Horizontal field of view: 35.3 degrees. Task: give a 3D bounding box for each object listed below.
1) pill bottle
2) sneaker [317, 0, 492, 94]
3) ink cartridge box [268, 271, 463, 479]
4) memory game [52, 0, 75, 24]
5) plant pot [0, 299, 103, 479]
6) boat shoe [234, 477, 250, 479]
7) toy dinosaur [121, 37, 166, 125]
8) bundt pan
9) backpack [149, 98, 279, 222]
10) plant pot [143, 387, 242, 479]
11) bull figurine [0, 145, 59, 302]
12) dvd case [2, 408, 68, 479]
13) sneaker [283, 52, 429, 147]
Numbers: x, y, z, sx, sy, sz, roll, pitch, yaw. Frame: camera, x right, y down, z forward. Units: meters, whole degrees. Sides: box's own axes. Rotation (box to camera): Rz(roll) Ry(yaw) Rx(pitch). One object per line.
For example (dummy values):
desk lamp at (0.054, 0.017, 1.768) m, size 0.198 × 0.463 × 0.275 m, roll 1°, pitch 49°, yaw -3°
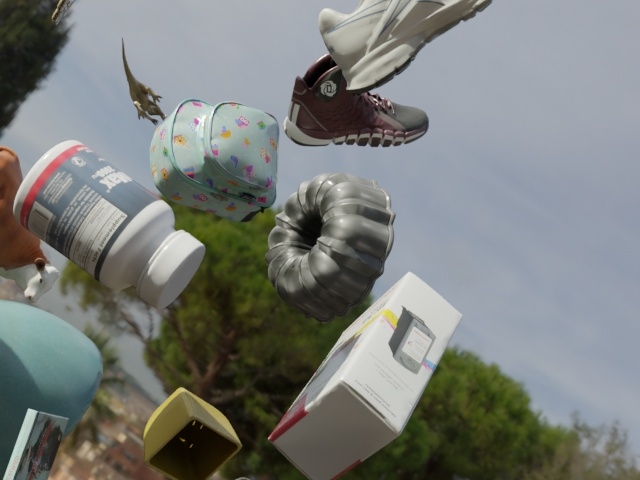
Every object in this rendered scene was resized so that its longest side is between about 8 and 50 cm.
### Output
pill bottle at (-0.213, -0.013, 1.038) m, size 0.180 × 0.108 × 0.108 m, roll 35°, pitch -13°, yaw 7°
sneaker at (0.128, -0.308, 1.238) m, size 0.129 × 0.297 × 0.111 m, roll 53°, pitch 4°, yaw -6°
ink cartridge box at (0.078, 0.225, 1.643) m, size 0.131 × 0.306 × 0.226 m, roll 41°, pitch -50°, yaw -3°
memory game at (-0.412, -0.454, 1.740) m, size 0.012 × 0.186 × 0.186 m, roll 34°, pitch -12°, yaw -13°
plant pot at (-0.517, 0.203, 1.573) m, size 0.290 × 0.290 × 0.195 m, roll 20°, pitch -29°, yaw 52°
boat shoe at (-0.113, 0.374, 1.254) m, size 0.081 × 0.069 × 0.228 m, roll 25°, pitch 13°, yaw -9°
toy dinosaur at (-0.316, -0.257, 1.750) m, size 0.092 × 0.053 × 0.183 m, roll 50°, pitch -11°, yaw 35°
bundt pan at (0.000, 0.000, 2.116) m, size 0.124 × 0.331 × 0.331 m, roll 24°, pitch -4°, yaw -33°
backpack at (-0.157, -0.128, 1.522) m, size 0.188 × 0.166 × 0.144 m, roll 12°, pitch -25°, yaw -24°
plant pot at (-0.153, 0.217, 1.150) m, size 0.081 × 0.081 × 0.083 m, roll 40°, pitch 11°, yaw -34°
bull figurine at (-0.624, -0.022, 1.943) m, size 0.101 × 0.188 × 0.310 m, roll 177°, pitch -101°, yaw -82°
dvd case at (-0.305, 0.227, 1.078) m, size 0.013 × 0.087 × 0.119 m, roll 16°, pitch -13°, yaw 6°
sneaker at (0.076, -0.256, 1.792) m, size 0.106 × 0.281 × 0.163 m, roll -129°, pitch -141°, yaw -52°
